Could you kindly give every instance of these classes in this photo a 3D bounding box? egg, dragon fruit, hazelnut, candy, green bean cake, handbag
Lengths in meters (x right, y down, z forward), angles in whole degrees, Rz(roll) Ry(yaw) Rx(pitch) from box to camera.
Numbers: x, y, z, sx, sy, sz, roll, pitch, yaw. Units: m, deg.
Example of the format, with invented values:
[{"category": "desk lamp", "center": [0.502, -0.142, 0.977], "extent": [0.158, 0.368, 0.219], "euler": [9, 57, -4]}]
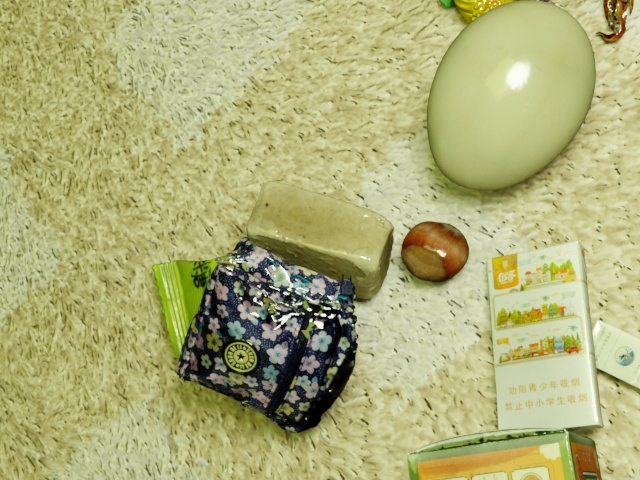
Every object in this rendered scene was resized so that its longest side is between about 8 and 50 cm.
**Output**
[{"category": "egg", "center": [0.226, -0.173, 1.288], "extent": [0.186, 0.186, 0.242], "euler": [34, 102, 26]}, {"category": "dragon fruit", "center": [0.378, -0.344, 1.324], "extent": [0.094, 0.094, 0.191], "euler": [28, 100, 26]}, {"category": "hazelnut", "center": [0.144, 0.013, 1.342], "extent": [0.086, 0.086, 0.086], "euler": [-6, 75, 22]}, {"category": "candy", "center": [-0.107, 0.070, 1.434], "extent": [0.246, 0.069, 0.149], "euler": [-17, 69, 17]}, {"category": "green bean cake", "center": [0.000, 0.000, 1.360], "extent": [0.179, 0.109, 0.085], "euler": [16, 63, 12]}, {"category": "handbag", "center": [-0.060, 0.128, 1.324], "extent": [0.207, 0.127, 0.229], "euler": [26, 117, 2]}]

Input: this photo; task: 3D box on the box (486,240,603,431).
[{"category": "box", "center": [0.263, 0.118, 1.269], "extent": [0.122, 0.032, 0.221], "euler": [-13, 67, 29]}]

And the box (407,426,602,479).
[{"category": "box", "center": [0.212, 0.288, 1.174], "extent": [0.177, 0.195, 0.148], "euler": [-13, 72, 20]}]

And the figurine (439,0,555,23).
[{"category": "figurine", "center": [0.215, -0.328, 1.372], "extent": [0.156, 0.115, 0.095], "euler": [27, 78, 28]}]

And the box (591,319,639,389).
[{"category": "box", "center": [0.352, 0.134, 1.249], "extent": [0.083, 0.024, 0.054], "euler": [26, 86, 27]}]
